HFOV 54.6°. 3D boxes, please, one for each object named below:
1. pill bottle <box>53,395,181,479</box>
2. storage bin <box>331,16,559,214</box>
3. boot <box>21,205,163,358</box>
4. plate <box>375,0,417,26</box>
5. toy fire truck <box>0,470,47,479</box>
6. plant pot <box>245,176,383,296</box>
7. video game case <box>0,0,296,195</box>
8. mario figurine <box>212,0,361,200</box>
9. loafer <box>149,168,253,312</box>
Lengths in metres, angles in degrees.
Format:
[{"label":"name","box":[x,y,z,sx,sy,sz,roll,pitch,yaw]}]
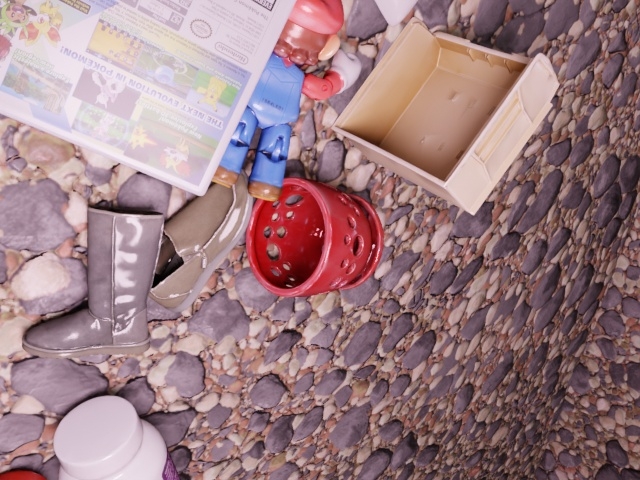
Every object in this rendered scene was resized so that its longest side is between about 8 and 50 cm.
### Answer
[{"label":"pill bottle","box":[-0.321,0.398,1.013,0.169,0.169,0.302,-28,131,-26]},{"label":"storage bin","box":[0.205,-0.217,1.023,0.260,0.262,0.123,-54,139,0]},{"label":"boot","box":[-0.317,0.056,0.866,0.189,0.076,0.209,-2,112,-21]},{"label":"plate","box":[0.147,-0.517,0.942,0.278,0.045,0.277,-52,137,-4]},{"label":"toy fire truck","box":[-0.531,0.494,0.916,0.253,0.169,0.302,-3,120,-13]},{"label":"plant pot","box":[0.000,0.000,1.033,0.174,0.191,0.191,7,111,-47]},{"label":"video game case","box":[-0.222,-0.246,0.710,0.329,0.036,0.300,23,100,-26]},{"label":"mario figurine","box":[-0.067,-0.224,0.882,0.198,0.170,0.321,16,96,-59]},{"label":"loafer","box":[-0.189,-0.004,0.930,0.087,0.094,0.251,21,101,-51]}]
